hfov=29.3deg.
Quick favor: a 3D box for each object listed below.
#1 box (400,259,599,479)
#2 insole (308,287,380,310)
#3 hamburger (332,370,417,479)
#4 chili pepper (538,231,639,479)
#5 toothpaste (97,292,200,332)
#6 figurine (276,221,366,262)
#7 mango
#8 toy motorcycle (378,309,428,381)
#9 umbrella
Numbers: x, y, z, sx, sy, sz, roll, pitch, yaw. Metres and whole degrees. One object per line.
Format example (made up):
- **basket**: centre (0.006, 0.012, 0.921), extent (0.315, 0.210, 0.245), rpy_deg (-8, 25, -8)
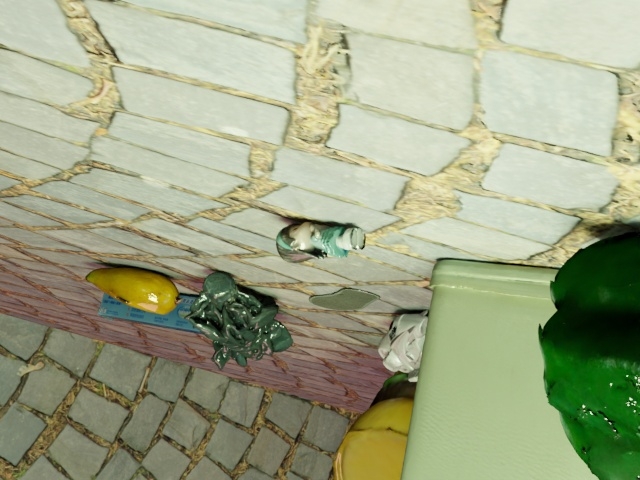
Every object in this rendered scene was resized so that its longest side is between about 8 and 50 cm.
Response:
- **box**: centre (0.275, 0.217, 1.375), extent (0.352, 0.343, 0.177), rpy_deg (5, 168, 33)
- **insole**: centre (0.038, 0.092, 1.870), extent (0.080, 0.003, 0.232), rpy_deg (16, 168, -14)
- **hamburger**: centre (0.251, 0.393, 2.192), extent (0.396, 0.277, 0.395), rpy_deg (24, 137, 25)
- **chili pepper**: centre (0.333, 0.105, 1.097), extent (0.257, 0.248, 0.233), rpy_deg (10, 141, 41)
- **toothpaste**: centre (-0.280, 0.128, 2.232), extent (0.272, 0.066, 0.053), rpy_deg (6, 167, 30)
- **figurine**: centre (0.000, 0.000, 1.394), extent (0.106, 0.047, 0.060), rpy_deg (-2, -162, 30)
- **mango**: centre (-0.310, 0.078, 2.044), extent (0.188, 0.066, 0.101), rpy_deg (12, 177, 29)
- **toy motorcycle**: centre (0.151, 0.151, 1.845), extent (0.113, 0.112, 0.254), rpy_deg (17, 167, -19)
- **umbrella**: centre (-0.137, 0.135, 2.017), extent (0.094, 0.143, 0.349), rpy_deg (56, 172, 19)
